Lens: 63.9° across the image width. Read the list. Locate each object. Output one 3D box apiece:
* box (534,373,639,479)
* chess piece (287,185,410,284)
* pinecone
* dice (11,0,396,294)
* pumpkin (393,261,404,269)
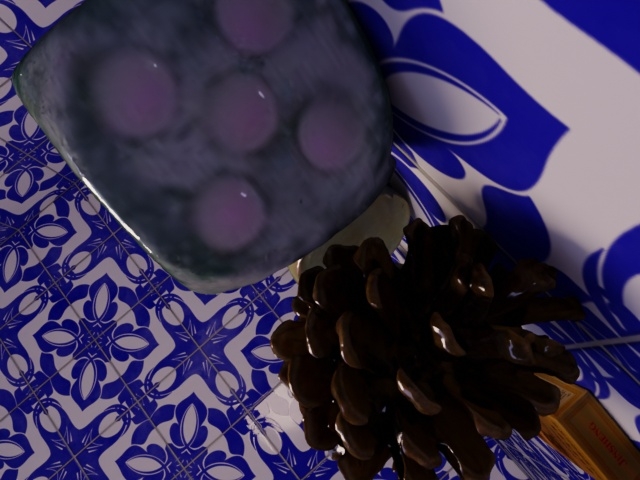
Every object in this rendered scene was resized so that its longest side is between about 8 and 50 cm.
[{"bbox_3d":[0.433,0.320,0.933,0.174,0.076,0.274,51,176,-3],"label":"box"},{"bbox_3d":[-0.046,-0.125,0.996,0.442,0.234,0.234,52,178,36],"label":"chess piece"},{"bbox_3d":[0.152,0.131,0.663,0.384,0.384,0.384,49,176,5],"label":"pinecone"},{"bbox_3d":[-0.127,-0.152,0.651,0.348,0.330,0.328,53,172,-23],"label":"dice"},{"bbox_3d":[0.190,0.204,1.167,0.232,0.242,0.325,-8,110,51],"label":"pumpkin"}]
